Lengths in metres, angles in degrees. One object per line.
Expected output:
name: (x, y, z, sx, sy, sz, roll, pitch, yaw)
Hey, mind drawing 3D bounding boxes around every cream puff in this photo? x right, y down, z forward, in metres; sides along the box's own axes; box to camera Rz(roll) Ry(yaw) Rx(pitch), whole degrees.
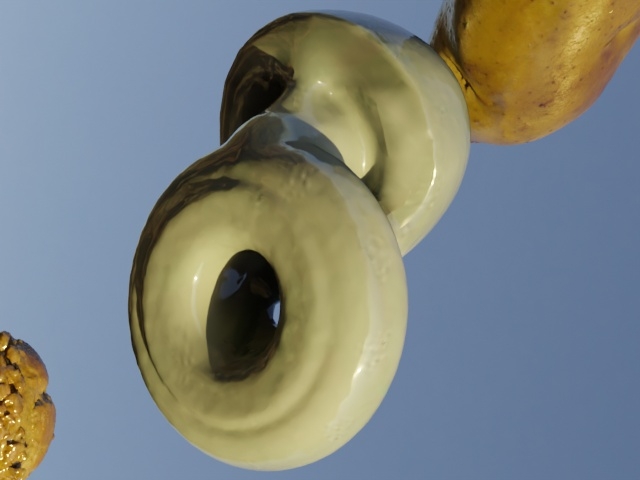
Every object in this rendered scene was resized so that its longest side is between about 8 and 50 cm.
cream puff: (-0.276, 0.129, 1.199, 0.103, 0.126, 0.144, 57, 23, -70)

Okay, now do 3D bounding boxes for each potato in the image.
potato: (0.199, -0.208, 1.263, 0.369, 0.195, 0.177, 117, -28, -56)

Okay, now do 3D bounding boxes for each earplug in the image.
earplug: (-0.006, -0.007, 1.027, 0.214, 0.175, 0.326, 3, -119, 36)
